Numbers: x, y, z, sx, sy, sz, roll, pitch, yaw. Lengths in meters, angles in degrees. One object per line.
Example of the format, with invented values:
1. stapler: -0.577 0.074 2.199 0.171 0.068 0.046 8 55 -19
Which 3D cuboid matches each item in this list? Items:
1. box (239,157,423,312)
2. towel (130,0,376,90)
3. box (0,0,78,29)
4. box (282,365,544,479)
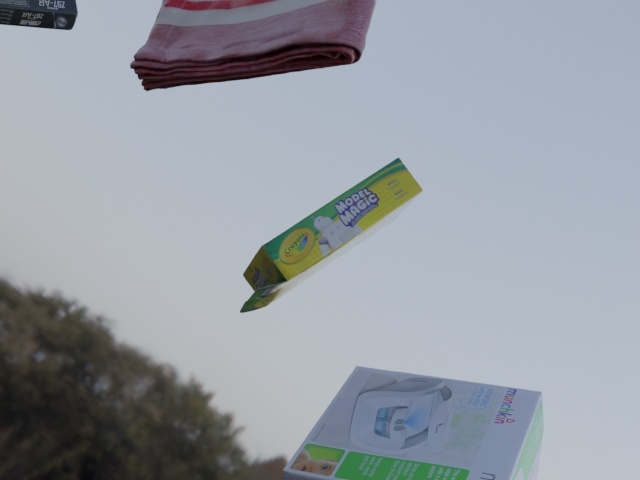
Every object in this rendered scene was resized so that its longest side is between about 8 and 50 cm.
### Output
1. box: 0.000 0.000 1.086 0.043 0.179 0.105 53 -21 5
2. towel: -0.035 -0.288 1.127 0.237 0.329 0.037 -3 -33 29
3. box: -0.210 -0.176 0.808 0.018 0.083 0.067 -52 -135 50
4. box: 0.109 0.262 1.320 0.231 0.262 0.127 6 -69 19
